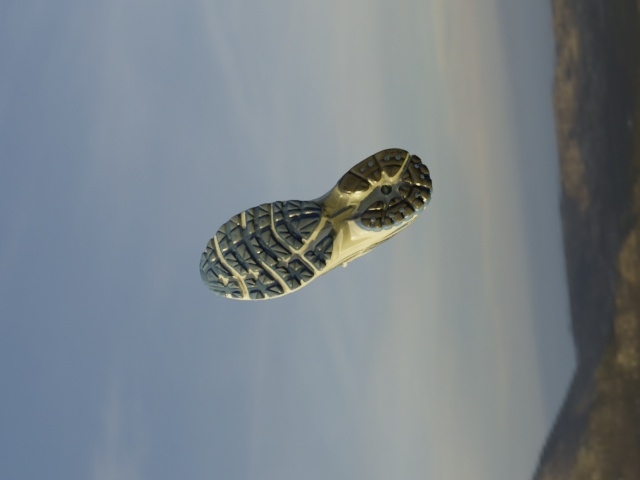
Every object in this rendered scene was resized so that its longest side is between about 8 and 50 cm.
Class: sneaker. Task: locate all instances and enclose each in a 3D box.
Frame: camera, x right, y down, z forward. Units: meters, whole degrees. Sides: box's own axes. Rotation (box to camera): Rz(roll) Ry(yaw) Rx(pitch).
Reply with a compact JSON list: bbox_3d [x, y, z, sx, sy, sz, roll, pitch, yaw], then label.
[{"bbox_3d":[0.000,0.000,0.733,0.058,0.135,0.052,71,176,-75],"label":"sneaker"}]
